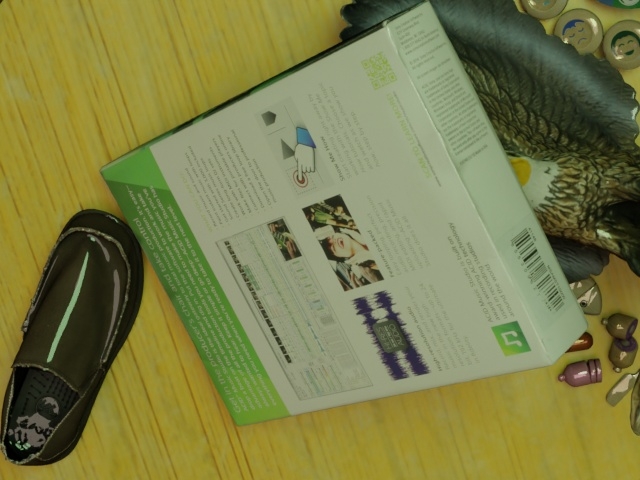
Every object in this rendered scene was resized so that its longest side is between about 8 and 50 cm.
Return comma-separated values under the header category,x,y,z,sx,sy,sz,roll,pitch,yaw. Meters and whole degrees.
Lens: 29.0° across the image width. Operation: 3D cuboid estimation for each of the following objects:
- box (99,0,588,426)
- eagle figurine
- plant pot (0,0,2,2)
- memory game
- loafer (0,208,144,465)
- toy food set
category,x,y,z,sx,sy,sz,roll,pitch,yaw
box,0.000,0.000,0.856,0.322,0.058,0.232,-19,101,45
eagle figurine,0.143,-0.043,0.879,0.298,0.225,0.226,24,63,33
plant pot,-0.317,-0.220,0.873,0.166,0.165,0.167,1,101,3
memory game,0.222,-0.214,0.883,0.186,0.012,0.186,9,112,23
loafer,-0.196,0.084,0.964,0.080,0.078,0.220,17,101,0
toy food set,0.205,0.074,0.967,0.122,0.019,0.078,41,100,-4
